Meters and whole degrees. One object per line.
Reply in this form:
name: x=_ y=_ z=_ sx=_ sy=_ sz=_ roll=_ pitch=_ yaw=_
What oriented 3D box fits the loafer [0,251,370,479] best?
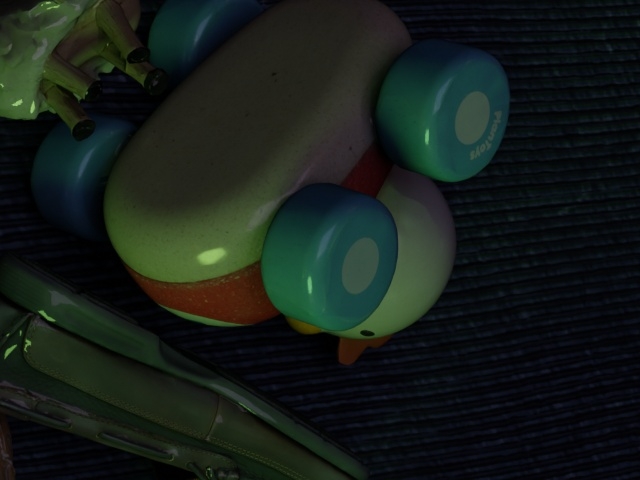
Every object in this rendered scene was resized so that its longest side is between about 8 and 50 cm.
loafer: x=-0.090 y=0.099 z=1.075 sx=0.267 sy=0.096 sz=0.084 roll=33 pitch=86 yaw=-32

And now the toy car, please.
toy car: x=0.000 y=0.000 z=1.105 sx=0.210 sy=0.219 sz=0.238 roll=-52 pitch=137 yaw=-23

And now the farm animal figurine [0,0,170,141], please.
farm animal figurine: x=-0.264 y=-0.111 z=0.917 sx=0.327 sy=0.172 sz=0.330 roll=-43 pitch=148 yaw=-11

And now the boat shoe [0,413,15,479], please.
boat shoe: x=-0.186 y=0.141 z=1.027 sx=0.068 sy=0.072 sz=0.190 roll=-9 pitch=89 yaw=-29
